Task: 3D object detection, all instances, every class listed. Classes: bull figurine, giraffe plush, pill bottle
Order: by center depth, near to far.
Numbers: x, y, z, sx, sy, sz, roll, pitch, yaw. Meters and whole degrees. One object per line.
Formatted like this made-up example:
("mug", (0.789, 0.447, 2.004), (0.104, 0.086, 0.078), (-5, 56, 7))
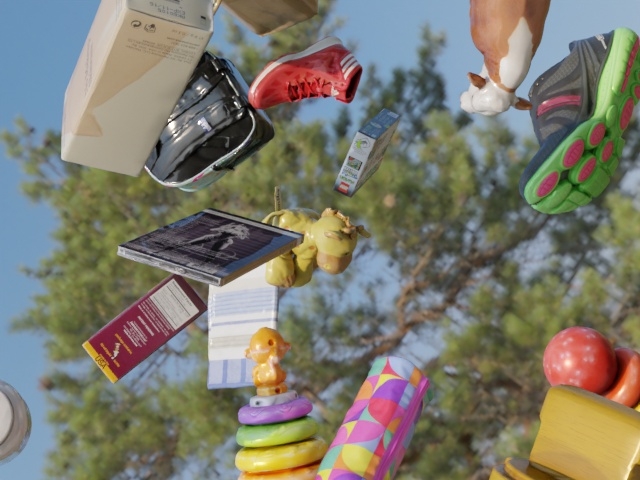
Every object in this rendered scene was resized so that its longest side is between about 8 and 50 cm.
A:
("pill bottle", (-0.407, 0.220, 1.282), (0.108, 0.108, 0.180), (-46, 0, -17))
("bull figurine", (0.230, -0.309, 1.332), (0.101, 0.188, 0.310), (-1, -47, -9))
("giraffe plush", (0.000, 0.000, 2.035), (0.181, 0.171, 0.210), (-49, -42, -44))

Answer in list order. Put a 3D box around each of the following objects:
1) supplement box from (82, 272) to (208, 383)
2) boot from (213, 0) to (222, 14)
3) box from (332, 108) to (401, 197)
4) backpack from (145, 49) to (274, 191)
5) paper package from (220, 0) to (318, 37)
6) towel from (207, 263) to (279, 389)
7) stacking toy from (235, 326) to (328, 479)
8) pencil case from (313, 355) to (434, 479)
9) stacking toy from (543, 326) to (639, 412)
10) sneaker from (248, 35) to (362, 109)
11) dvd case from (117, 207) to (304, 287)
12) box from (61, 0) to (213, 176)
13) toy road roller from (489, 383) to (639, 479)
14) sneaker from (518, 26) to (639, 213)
("supplement box", (-0.281, 0.138, 1.693), (0.188, 0.081, 0.104), (-39, 5, -14))
("boot", (-0.287, -0.371, 1.894), (0.236, 0.089, 0.269), (-60, 24, -3))
("box", (0.084, -0.155, 1.854), (0.114, 0.036, 0.207), (-66, -8, 22))
("backpack", (-0.240, -0.223, 2.106), (0.253, 0.225, 0.191), (-36, -13, 11))
("paper package", (-0.150, -0.628, 2.141), (0.325, 0.168, 0.309), (29, -127, -57))
("towel", (-0.159, 0.166, 2.218), (0.034, 0.209, 0.285), (14, -108, -46))
("stacking toy", (-0.059, 0.270, 1.476), (0.175, 0.301, 0.166), (-9, -2, -18))
("pencil case", (0.074, 0.263, 1.403), (0.104, 0.104, 0.236), (102, -167, -48))
("stacking toy", (0.421, 0.206, 1.344), (0.141, 0.330, 0.141), (-54, 20, 31))
("sneaker", (-0.018, -0.293, 1.991), (0.221, 0.128, 0.087), (-36, -34, -12))
("dvd case", (-0.146, 0.006, 1.460), (0.221, 0.165, 0.018), (-30, -50, -58))
("box", (-0.259, -0.243, 1.472), (0.121, 0.148, 0.311), (11, -40, -24))
("toy road roller", (0.311, 0.291, 1.121), (0.330, 0.202, 0.240), (16, -86, -42))
("sneaker", (0.523, -0.244, 2.220), (0.482, 0.202, 0.185), (-57, -47, -28))
